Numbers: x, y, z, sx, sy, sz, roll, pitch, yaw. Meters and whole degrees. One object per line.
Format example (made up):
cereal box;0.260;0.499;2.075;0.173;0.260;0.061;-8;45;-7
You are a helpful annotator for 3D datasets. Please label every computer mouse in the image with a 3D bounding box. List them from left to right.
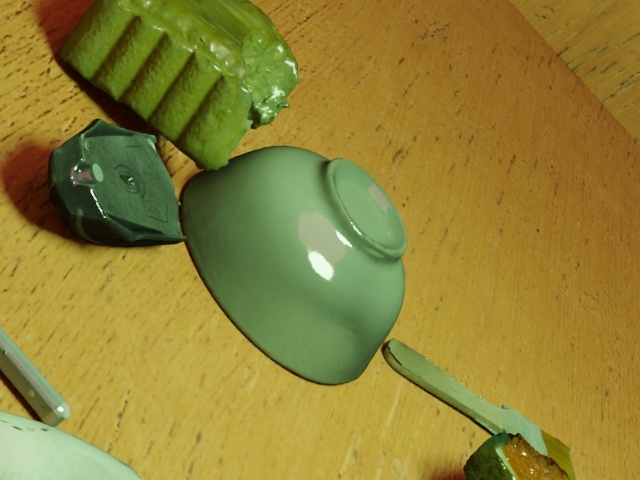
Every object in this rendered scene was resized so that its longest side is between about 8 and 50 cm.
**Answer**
computer mouse;-0.207;-0.047;1.701;0.231;0.071;0.126;2;67;-69

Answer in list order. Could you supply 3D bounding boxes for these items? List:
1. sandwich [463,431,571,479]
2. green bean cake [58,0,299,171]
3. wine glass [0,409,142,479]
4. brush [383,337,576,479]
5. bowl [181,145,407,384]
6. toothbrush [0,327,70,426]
sandwich;0.244;0.325;1.925;0.292;0.109;0.212;41;21;-28
green bean cake;-0.141;-0.205;1.912;0.233;0.124;0.236;39;22;-1
wine glass;-0.262;0.215;1.084;0.323;0.238;0.238;7;49;-42
brush;0.194;0.207;2.090;0.336;0.020;0.085;35;30;-29
bowl;0.000;0.000;1.891;0.289;0.146;0.289;39;27;-25
toothbrush;-0.328;0.022;1.459;0.342;0.025;0.030;51;23;0
